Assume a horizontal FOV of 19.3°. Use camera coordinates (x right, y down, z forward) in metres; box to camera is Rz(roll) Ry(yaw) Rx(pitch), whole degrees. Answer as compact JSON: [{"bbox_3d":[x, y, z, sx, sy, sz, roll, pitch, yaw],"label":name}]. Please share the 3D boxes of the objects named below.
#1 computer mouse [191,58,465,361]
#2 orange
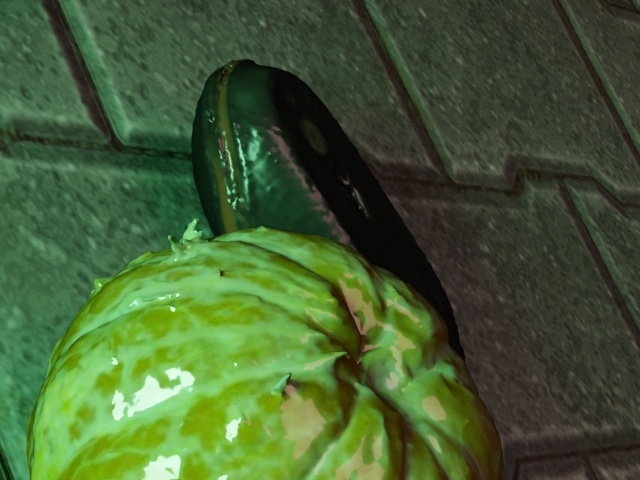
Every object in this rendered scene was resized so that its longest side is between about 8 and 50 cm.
[{"bbox_3d":[-0.004,0.002,1.533,0.323,0.116,0.183,56,26,-12],"label":"computer mouse"},{"bbox_3d":[-0.028,0.147,1.216,0.329,0.249,0.329,28,39,-25],"label":"orange"}]
